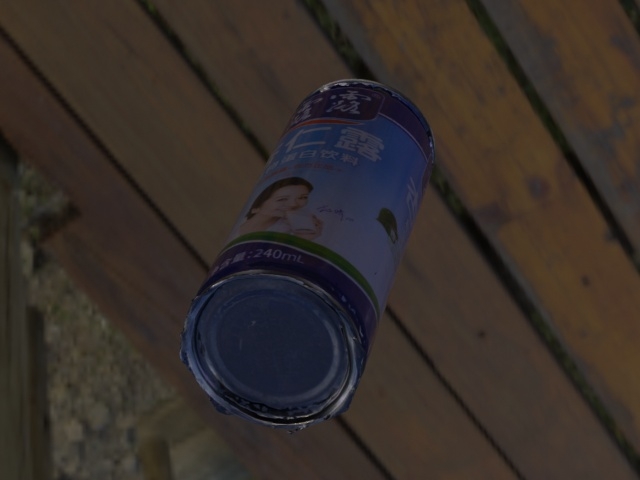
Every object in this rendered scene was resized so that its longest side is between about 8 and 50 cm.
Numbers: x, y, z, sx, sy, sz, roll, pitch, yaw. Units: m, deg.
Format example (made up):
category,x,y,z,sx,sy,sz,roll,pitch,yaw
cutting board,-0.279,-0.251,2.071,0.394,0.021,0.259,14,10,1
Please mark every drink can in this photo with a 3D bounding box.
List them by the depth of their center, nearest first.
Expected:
category,x,y,z,sx,sy,sz,roll,pitch,yaw
drink can,0.000,0.000,0.914,0.097,0.235,0.097,6,120,11
